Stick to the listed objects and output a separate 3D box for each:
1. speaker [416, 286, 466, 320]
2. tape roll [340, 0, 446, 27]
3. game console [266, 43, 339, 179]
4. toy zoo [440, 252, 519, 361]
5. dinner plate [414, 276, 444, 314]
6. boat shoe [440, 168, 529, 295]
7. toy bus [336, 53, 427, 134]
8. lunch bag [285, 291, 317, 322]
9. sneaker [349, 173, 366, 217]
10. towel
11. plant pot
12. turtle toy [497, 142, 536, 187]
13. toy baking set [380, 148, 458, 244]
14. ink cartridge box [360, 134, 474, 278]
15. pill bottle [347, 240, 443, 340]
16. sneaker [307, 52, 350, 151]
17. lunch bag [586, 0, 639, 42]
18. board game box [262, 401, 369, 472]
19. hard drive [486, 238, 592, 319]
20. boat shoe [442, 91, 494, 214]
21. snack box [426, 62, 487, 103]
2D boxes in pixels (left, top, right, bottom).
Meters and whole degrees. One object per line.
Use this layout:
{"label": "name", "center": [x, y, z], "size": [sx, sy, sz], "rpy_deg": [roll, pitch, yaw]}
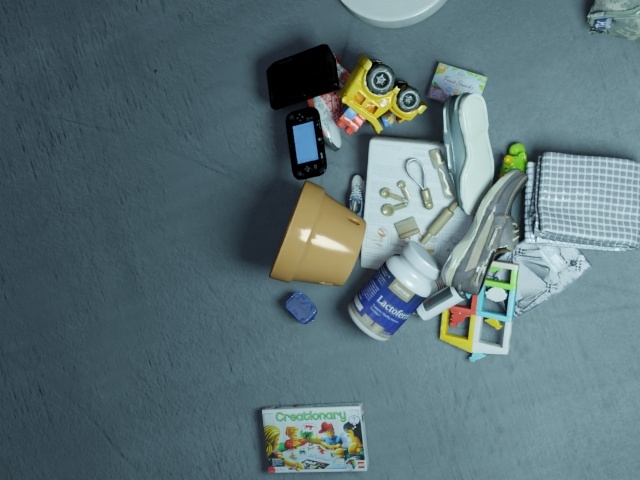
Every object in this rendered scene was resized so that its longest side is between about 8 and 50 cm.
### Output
{"label": "speaker", "center": [0.332, 0.169, 1.653], "size": [0.136, 0.055, 0.055], "rpy_deg": [-36, 83, 32]}
{"label": "tape roll", "center": [0.211, -0.802, 1.687], "size": [0.392, 0.072, 0.392], "rpy_deg": [0, 91, 13]}
{"label": "game console", "center": [-0.038, -0.353, 1.679], "size": [0.213, 0.044, 0.361], "rpy_deg": [-12, 82, 28]}
{"label": "toy zoo", "center": [0.433, 0.193, 1.647], "size": [0.192, 0.030, 0.293], "rpy_deg": [10, 102, 29]}
{"label": "dinner plate", "center": [0.287, 0.144, 1.719], "size": [0.141, 0.017, 0.141], "rpy_deg": [2, 95, 20]}
{"label": "boat shoe", "center": [0.453, -0.014, 1.561], "size": [0.130, 0.132, 0.355], "rpy_deg": [33, 99, 21]}
{"label": "toy bus", "center": [0.151, -0.373, 1.656], "size": [0.220, 0.149, 0.211], "rpy_deg": [33, 105, -16]}
{"label": "lunch bag", "center": [-0.052, 0.203, 1.783], "size": [0.067, 0.065, 0.098], "rpy_deg": [-44, 81, -5]}
{"label": "sneaker", "center": [0.109, -0.126, 1.738], "size": [0.052, 0.058, 0.135], "rpy_deg": [0, 91, 13]}
{"label": "towel", "center": [0.676, -0.099, 1.536], "size": [0.283, 0.121, 0.235], "rpy_deg": [6, 84, -1]}
{"label": "plant pot", "center": [0.000, 0.000, 1.672], "size": [0.203, 0.291, 0.291], "rpy_deg": [20, 96, -5]}
{"label": "turtle toy", "center": [0.531, -0.202, 1.632], "size": [0.095, 0.066, 0.130], "rpy_deg": [13, 93, -11]}
{"label": "toy baking set", "center": [0.278, -0.114, 1.634], "size": [0.197, 0.030, 0.256], "rpy_deg": [41, 113, -1]}
{"label": "ink cartridge box", "center": [0.282, -0.094, 1.705], "size": [0.308, 0.091, 0.385], "rpy_deg": [8, 110, 12]}
{"label": "pill bottle", "center": [0.209, 0.138, 1.658], "size": [0.153, 0.153, 0.265], "rpy_deg": [41, 108, 9]}
{"label": "sneaker", "center": [0.042, -0.405, 1.729], "size": [0.145, 0.090, 0.270], "rpy_deg": [-24, 84, 15]}
{"label": "lunch bag", "center": [0.832, -0.647, 1.485], "size": [0.256, 0.212, 0.305], "rpy_deg": [19, 96, 28]}
{"label": "board game box", "center": [-0.016, 0.590, 1.792], "size": [0.305, 0.053, 0.193], "rpy_deg": [-7, 90, 13]}
{"label": "hard drive", "center": [0.581, 0.083, 1.635], "size": [0.254, 0.054, 0.172], "rpy_deg": [-38, 83, 12]}
{"label": "boat shoe", "center": [0.375, -0.225, 1.557], "size": [0.116, 0.099, 0.319], "rpy_deg": [-22, 116, -28]}
{"label": "snack box", "center": [0.382, -0.426, 1.675], "size": [0.141, 0.037, 0.100], "rpy_deg": [21, 95, 12]}
